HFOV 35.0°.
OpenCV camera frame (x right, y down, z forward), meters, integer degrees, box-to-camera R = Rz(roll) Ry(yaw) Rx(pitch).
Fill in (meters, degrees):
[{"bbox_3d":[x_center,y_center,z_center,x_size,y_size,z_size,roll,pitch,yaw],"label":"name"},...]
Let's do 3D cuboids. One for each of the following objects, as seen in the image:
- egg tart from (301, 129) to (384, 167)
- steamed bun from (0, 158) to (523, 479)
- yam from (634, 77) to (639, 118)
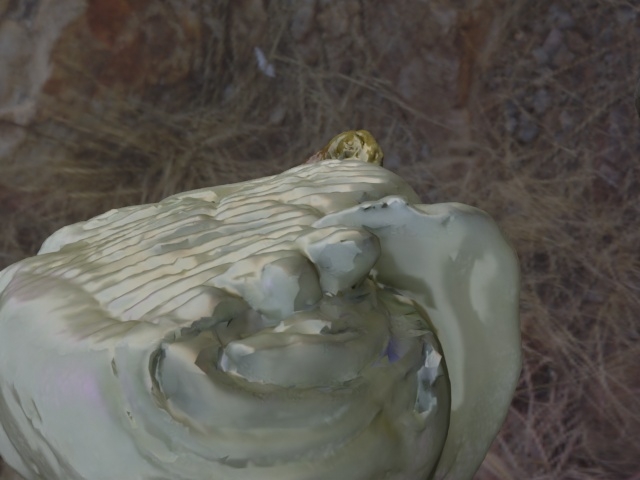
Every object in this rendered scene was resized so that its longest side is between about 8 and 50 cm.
[{"bbox_3d":[0.000,0.000,1.024,0.241,0.106,0.241,-50,18,23],"label":"egg tart"},{"bbox_3d":[-0.038,0.094,0.680,0.352,0.339,0.247,9,116,55],"label":"steamed bun"},{"bbox_3d":[0.250,-0.157,0.507,0.279,0.131,0.131,90,164,-54],"label":"yam"}]
